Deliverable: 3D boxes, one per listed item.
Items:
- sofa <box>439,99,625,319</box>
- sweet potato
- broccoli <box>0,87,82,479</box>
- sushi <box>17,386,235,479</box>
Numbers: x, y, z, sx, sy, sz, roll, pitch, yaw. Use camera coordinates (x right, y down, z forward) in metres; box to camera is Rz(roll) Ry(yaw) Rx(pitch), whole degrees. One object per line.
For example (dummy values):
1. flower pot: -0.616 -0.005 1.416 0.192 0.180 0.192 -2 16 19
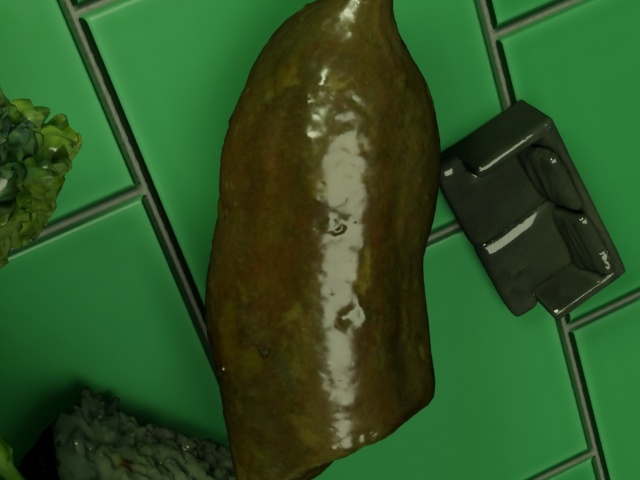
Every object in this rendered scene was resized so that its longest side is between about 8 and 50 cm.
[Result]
1. sofa: 0.146 -0.012 0.991 0.085 0.060 0.147 -33 122 -3
2. sweet potato: 0.000 0.000 0.893 0.158 0.158 0.369 -6 106 -19
3. broccoli: -0.208 0.072 0.739 0.397 0.275 0.353 30 138 3
4. sushi: -0.105 0.201 0.956 0.225 0.136 0.126 33 108 -36
